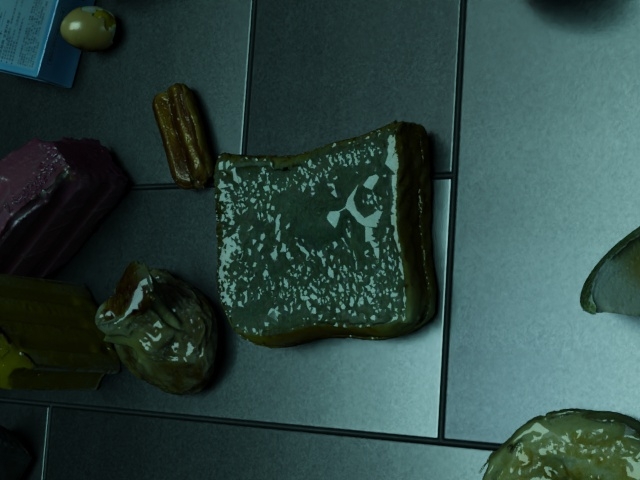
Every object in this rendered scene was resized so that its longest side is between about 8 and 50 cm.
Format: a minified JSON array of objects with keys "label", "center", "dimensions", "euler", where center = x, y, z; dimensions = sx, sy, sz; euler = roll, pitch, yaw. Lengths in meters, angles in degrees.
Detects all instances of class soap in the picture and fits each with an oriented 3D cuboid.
[{"label":"soap","center":[-0.438,-0.022,1.778],"dimensions":[0.289,0.182,0.112],"euler":[-51,61,22]},{"label":"soap","center":[-0.415,0.130,1.691],"dimensions":[0.080,0.257,0.160],"euler":[-39,64,22]}]

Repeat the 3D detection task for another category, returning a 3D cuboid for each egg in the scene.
[{"label":"egg","center":[-0.358,-0.326,1.829],"dimensions":[0.071,0.083,0.071],"euler":[-7,82,58]}]

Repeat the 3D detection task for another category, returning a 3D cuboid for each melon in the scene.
[{"label":"melon","center":[0.342,0.049,1.318],"dimensions":[0.093,0.202,0.139],"euler":[55,148,7]}]

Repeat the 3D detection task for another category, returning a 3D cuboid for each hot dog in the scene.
[{"label":"hot dog","center":[-0.197,-0.149,1.722],"dimensions":[0.071,0.045,0.165],"euler":[-28,69,25]}]

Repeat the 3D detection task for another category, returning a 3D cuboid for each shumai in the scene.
[{"label":"shumai","center":[-0.240,0.117,1.653],"dimensions":[0.161,0.153,0.209],"euler":[-43,59,12]}]

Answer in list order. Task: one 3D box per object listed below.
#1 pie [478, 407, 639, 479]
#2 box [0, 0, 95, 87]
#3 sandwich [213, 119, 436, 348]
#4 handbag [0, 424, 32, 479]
[{"label":"pie","center":[0.294,0.321,1.332],"dimensions":[0.274,0.055,0.274],"euler":[-6,79,32]},{"label":"box","center":[-0.440,-0.370,1.889],"dimensions":[0.142,0.083,0.232],"euler":[16,93,33]},{"label":"sandwich","center":[0.000,0.000,1.542],"dimensions":[0.301,0.099,0.271],"euler":[-8,79,30]},{"label":"handbag","center":[-0.551,0.381,1.790],"dimensions":[0.089,0.175,0.270],"euler":[31,100,35]}]
